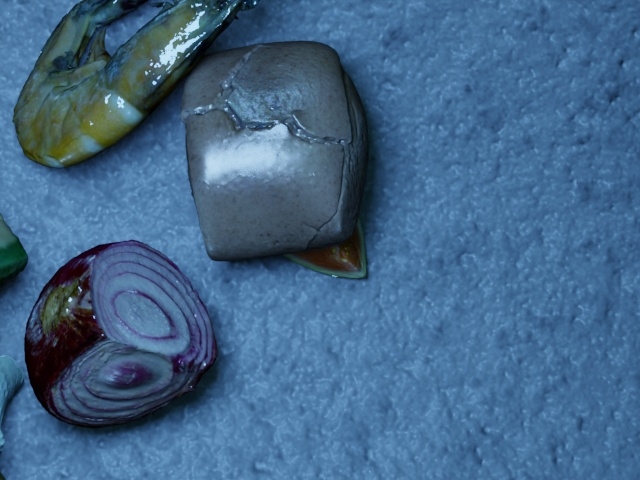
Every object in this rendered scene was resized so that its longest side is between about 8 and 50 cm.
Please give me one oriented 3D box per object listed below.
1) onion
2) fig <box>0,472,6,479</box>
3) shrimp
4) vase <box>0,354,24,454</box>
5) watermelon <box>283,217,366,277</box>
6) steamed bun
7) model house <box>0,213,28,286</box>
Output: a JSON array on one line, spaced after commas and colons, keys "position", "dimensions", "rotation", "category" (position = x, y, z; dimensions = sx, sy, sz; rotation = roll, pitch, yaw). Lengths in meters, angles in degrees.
[{"position": [-0.279, 0.117, 1.688], "dimensions": [0.207, 0.216, 0.206], "rotation": [-37, 47, 24], "category": "onion"}, {"position": [-0.421, 0.362, 1.669], "dimensions": [0.245, 0.149, 0.149], "rotation": [30, 78, -15], "category": "fig"}, {"position": [-0.239, -0.272, 1.730], "dimensions": [0.445, 0.085, 0.272], "rotation": [-35, 48, 18], "category": "shrimp"}, {"position": [-0.426, 0.217, 1.668], "dimensions": [0.081, 0.149, 0.081], "rotation": [-3, 122, -5], "category": "vase"}, {"position": [0.000, 0.000, 1.780], "dimensions": [0.135, 0.094, 0.125], "rotation": [-11, 97, -12], "category": "watermelon"}, {"position": [-0.069, -0.137, 1.714], "dimensions": [0.251, 0.199, 0.301], "rotation": [-9, 66, 10], "category": "steamed bun"}, {"position": [-0.639, 0.036, 1.588], "dimensions": [0.342, 0.382, 0.334], "rotation": [-42, 85, 25], "category": "model house"}]
